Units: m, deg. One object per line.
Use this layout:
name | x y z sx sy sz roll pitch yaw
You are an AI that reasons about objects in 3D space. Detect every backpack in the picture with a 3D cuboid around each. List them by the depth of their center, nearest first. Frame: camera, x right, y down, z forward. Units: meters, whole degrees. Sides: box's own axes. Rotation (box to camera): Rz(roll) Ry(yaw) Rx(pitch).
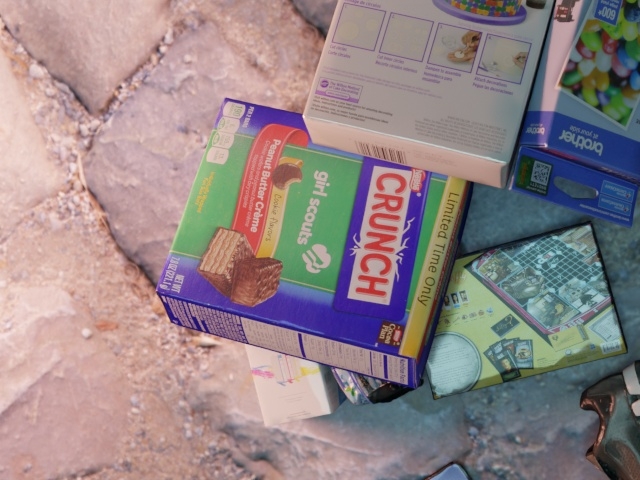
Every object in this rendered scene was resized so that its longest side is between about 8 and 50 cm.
backpack | 0.059 0.146 1.612 0.084 0.105 0.114 -30 77 17

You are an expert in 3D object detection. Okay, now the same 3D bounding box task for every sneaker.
sneaker | 0.378 0.267 1.569 0.106 0.078 0.234 -20 89 20

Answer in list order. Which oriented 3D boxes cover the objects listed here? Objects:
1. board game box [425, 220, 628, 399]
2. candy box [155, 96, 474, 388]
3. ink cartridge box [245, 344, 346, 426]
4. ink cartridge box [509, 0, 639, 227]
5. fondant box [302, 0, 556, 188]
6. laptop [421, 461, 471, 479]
board game box | 0.235 0.086 1.597 0.243 0.042 0.165 -15 92 14
candy box | 0.000 0.000 1.553 0.317 0.122 0.268 14 70 9
ink cartridge box | -0.034 0.148 1.639 0.089 0.092 0.143 -14 91 14
ink cartridge box | 0.334 -0.182 1.468 0.185 0.065 0.311 16 90 -27
fondant box | 0.141 -0.249 1.506 0.238 0.096 0.330 14 78 11
laptop | 0.116 0.562 1.578 0.382 0.408 0.236 -35 121 14
